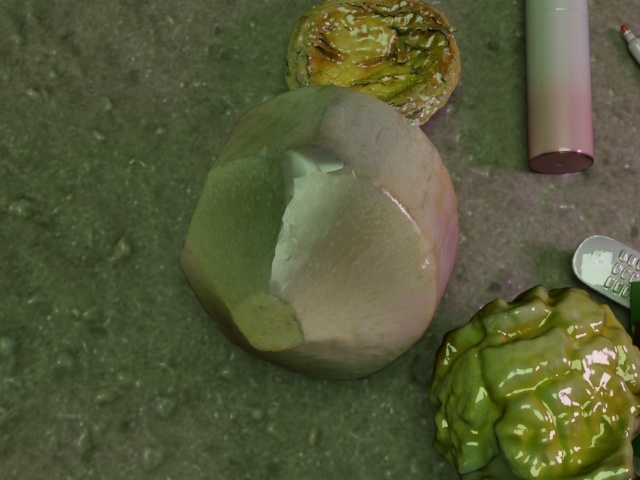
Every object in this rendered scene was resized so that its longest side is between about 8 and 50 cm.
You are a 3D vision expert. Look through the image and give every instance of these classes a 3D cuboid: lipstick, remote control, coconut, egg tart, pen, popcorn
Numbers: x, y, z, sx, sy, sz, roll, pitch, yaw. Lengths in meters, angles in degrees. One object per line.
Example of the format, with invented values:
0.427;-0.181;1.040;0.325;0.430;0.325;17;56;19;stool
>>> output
0.325;-0.258;1.349;0.087;0.087;0.327;2;75;2;lipstick
0.430;0.069;1.282;0.229;0.044;0.073;29;80;0;remote control
0.000;0.000;1.178;0.352;0.352;0.353;0;75;1;coconut
0.069;-0.233;1.347;0.252;0.098;0.232;-22;69;-9;egg tart
0.480;-0.212;1.365;0.026;0.026;0.218;-29;76;-7;pen
0.244;0.184;1.155;0.293;0.293;0.237;-37;83;-9;popcorn

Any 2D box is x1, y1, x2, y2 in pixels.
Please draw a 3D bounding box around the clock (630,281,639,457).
0.521;0.164;1.212;0.255;0.106;0.220;2;88;-6;clock
